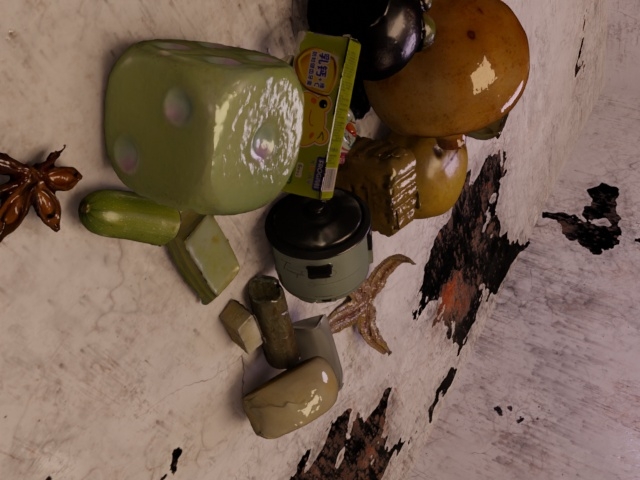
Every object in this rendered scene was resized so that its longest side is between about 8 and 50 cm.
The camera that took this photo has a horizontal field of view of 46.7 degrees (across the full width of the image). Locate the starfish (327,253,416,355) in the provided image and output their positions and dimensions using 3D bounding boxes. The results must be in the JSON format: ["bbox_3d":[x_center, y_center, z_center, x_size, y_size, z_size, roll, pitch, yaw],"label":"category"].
[{"bbox_3d":[0.136,0.192,2.175,0.383,0.132,0.398,-6,129,-49],"label":"starfish"}]

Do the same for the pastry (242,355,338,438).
[{"bbox_3d":[-0.073,0.392,1.845,0.265,0.265,0.133,-27,90,-51],"label":"pastry"}]

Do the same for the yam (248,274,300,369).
[{"bbox_3d":[-0.112,0.198,1.790,0.093,0.093,0.259,-47,143,-34],"label":"yam"}]

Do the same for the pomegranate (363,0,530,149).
[{"bbox_3d":[0.301,-0.415,1.819,0.416,0.416,0.417,-37,137,-44],"label":"pomegranate"}]

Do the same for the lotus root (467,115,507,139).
[{"bbox_3d":[0.433,-0.421,2.156,0.149,0.260,0.267,-65,151,-10],"label":"lotus root"}]

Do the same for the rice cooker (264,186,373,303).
[{"bbox_3d":[0.000,0.000,1.708,0.281,0.241,0.227,-89,173,-46],"label":"rice cooker"}]

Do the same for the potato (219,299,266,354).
[{"bbox_3d":[-0.176,0.202,1.699,0.061,0.086,0.122,-40,143,-20],"label":"potato"}]

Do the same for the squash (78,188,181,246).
[{"bbox_3d":[-0.337,-0.045,1.268,0.188,0.095,0.095,13,96,-56],"label":"squash"}]

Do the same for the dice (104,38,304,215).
[{"bbox_3d":[-0.192,-0.194,1.248,0.252,0.249,0.254,-19,124,-54],"label":"dice"}]

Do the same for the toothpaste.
[{"bbox_3d":[-0.009,-0.244,1.472,0.077,0.110,0.328,-12,114,-68],"label":"toothpaste"}]

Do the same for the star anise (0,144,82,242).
[{"bbox_3d":[-0.439,-0.067,1.112,0.212,0.053,0.157,-14,119,-58],"label":"star anise"}]

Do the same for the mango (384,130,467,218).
[{"bbox_3d":[0.310,-0.189,2.139,0.301,0.220,0.445,-66,154,-12],"label":"mango"}]

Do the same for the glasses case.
[{"bbox_3d":[-0.020,0.295,1.991,0.308,0.128,0.083,75,19,-45],"label":"glasses case"}]

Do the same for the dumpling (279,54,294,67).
[{"bbox_3d":[-0.103,-0.289,1.496,0.169,0.100,0.134,-57,152,-23],"label":"dumpling"}]

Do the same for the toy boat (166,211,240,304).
[{"bbox_3d":[-0.234,0.031,1.489,0.111,0.084,0.276,-53,146,-31],"label":"toy boat"}]

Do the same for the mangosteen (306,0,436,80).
[{"bbox_3d":[0.115,-0.485,1.558,0.233,0.287,0.288,29,82,-63],"label":"mangosteen"}]

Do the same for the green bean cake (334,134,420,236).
[{"bbox_3d":[0.126,-0.138,1.853,0.131,0.224,0.230,-39,136,-38],"label":"green bean cake"}]

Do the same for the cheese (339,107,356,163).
[{"bbox_3d":[0.038,-0.301,1.731,0.155,0.062,0.244,-7,94,-62],"label":"cheese"}]
